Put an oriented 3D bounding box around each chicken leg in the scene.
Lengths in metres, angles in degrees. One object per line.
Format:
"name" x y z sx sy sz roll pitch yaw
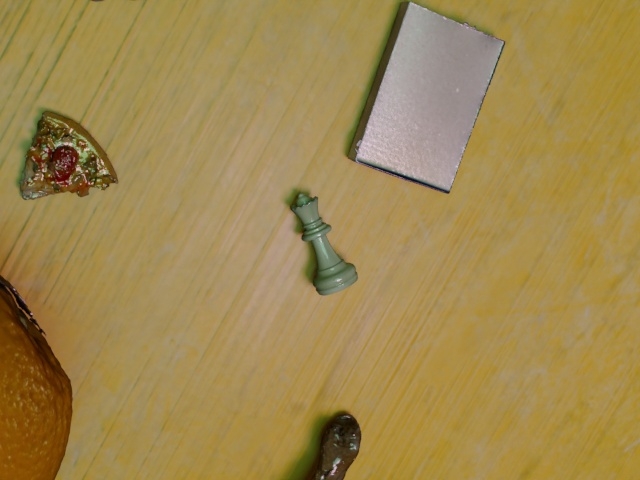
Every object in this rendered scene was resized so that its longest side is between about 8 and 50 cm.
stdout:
"chicken leg" -0.007 0.259 0.875 0.069 0.085 0.198 19 83 5

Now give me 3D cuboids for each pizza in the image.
"pizza" -0.215 -0.058 0.765 0.078 0.025 0.083 -47 111 -4

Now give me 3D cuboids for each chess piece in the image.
"chess piece" 0.000 0.000 0.835 0.042 0.042 0.093 -23 103 -10

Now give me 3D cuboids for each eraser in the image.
"eraser" 0.095 -0.128 0.839 0.103 0.023 0.150 17 97 -19

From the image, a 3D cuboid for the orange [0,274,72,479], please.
"orange" -0.318 0.130 0.654 0.274 0.274 0.274 -4 104 -15
